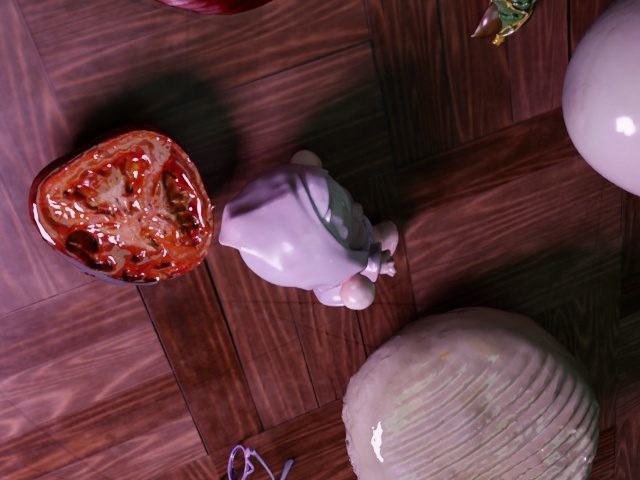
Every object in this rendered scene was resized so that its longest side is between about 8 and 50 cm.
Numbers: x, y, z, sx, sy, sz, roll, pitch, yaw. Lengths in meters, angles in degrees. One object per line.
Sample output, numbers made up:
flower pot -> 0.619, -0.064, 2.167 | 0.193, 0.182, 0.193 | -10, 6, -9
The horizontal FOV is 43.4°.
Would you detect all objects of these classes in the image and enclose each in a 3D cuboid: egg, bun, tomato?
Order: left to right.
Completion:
tomato -> -0.201, -0.034, 0.831 | 0.166, 0.082, 0.174 | -31, 123, -8
bun -> 0.200, 0.241, 1.093 | 0.362, 0.234, 0.326 | 26, 101, -17
egg -> 0.431, -0.175, 0.896 | 0.345, 0.283, 0.283 | -20, 126, -15

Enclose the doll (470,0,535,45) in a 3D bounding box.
doll -> 0.213, -0.258, 0.877 | 0.078, 0.076, 0.113 | -22, 127, -20

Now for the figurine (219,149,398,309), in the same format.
figurine -> -0.001, 0.000, 0.895 | 0.133, 0.200, 0.276 | -28, 154, 16

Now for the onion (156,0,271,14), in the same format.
onion -> -0.061, -0.309, 0.612 | 0.273, 0.285, 0.273 | -17, 117, -37

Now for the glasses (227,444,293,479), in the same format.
glasses -> -0.085, 0.344, 1.129 | 0.104, 0.062, 0.140 | 13, 115, -31
